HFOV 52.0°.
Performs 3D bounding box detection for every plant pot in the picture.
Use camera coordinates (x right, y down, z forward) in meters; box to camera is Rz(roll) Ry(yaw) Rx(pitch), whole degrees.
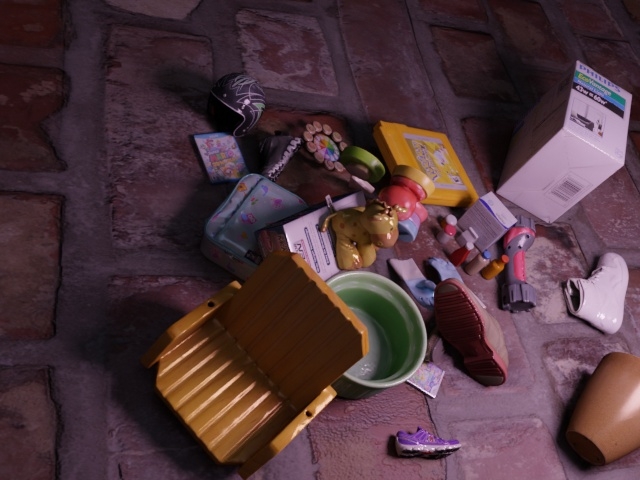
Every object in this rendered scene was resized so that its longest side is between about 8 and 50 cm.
[{"bbox_3d":[0.776,0.466,1.740,0.254,0.237,0.237,-36,77,-21],"label":"plant pot"}]

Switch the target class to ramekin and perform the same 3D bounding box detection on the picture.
[{"bbox_3d":[0.095,0.241,1.622,0.304,0.148,0.303,11,55,-17],"label":"ramekin"}]

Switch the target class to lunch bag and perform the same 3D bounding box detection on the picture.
[{"bbox_3d":[-0.174,-0.034,1.710,0.224,0.108,0.279,33,52,-1],"label":"lunch bag"}]

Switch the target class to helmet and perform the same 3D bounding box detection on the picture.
[{"bbox_3d":[-0.237,-0.398,1.874,0.170,0.161,0.169,13,46,-14],"label":"helmet"}]

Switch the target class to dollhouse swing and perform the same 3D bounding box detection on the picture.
[{"bbox_3d":[-0.131,0.248,1.377,0.347,0.305,0.315,48,50,6],"label":"dollhouse swing"}]

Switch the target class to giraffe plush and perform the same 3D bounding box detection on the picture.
[{"bbox_3d":[0.124,-0.035,1.611,0.210,0.171,0.181,56,46,-26],"label":"giraffe plush"}]

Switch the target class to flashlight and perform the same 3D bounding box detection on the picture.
[{"bbox_3d":[0.605,0.070,1.979,0.103,0.103,0.304,18,53,-15],"label":"flashlight"}]

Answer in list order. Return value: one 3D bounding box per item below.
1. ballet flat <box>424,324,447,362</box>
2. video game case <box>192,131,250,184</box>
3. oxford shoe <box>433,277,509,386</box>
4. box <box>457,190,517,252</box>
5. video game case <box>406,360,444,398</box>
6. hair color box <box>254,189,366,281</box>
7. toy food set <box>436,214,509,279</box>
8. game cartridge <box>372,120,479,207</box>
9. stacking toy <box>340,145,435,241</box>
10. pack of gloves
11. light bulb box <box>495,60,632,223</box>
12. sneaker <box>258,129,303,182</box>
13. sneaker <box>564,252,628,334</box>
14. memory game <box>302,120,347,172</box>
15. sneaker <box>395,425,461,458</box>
[{"bbox_3d":[0.337,0.236,1.785,0.058,0.084,0.250,9,42,37],"label":"ballet flat"},{"bbox_3d":[-0.279,-0.234,1.854,0.119,0.015,0.166,-12,64,-28],"label":"video game case"},{"bbox_3d":[0.399,0.221,1.729,0.348,0.123,0.130,61,38,-24],"label":"oxford shoe"},{"bbox_3d":[0.504,-0.056,1.993,0.072,0.137,0.126,-29,73,-35],"label":"box"},{"bbox_3d":[0.259,0.345,1.711,0.122,0.011,0.087,32,52,-1],"label":"video game case"},{"bbox_3d":[0.000,0.000,1.673,0.347,0.105,0.173,-27,103,-50],"label":"hair color box"},{"bbox_3d":[0.441,0.010,1.943,0.111,0.104,0.232,-22,70,-32],"label":"toy food set"},{"bbox_3d":[0.326,-0.235,2.035,0.324,0.053,0.285,2,56,-42],"label":"game cartridge"},{"bbox_3d":[0.157,-0.111,1.812,0.280,0.309,0.130,28,73,17],"label":"stacking toy"},{"bbox_3d":[0.326,0.106,1.817,0.195,0.046,0.232,-4,38,-24],"label":"pack of gloves"},{"bbox_3d":[0.793,-0.318,2.145,0.225,0.358,0.361,30,54,-5],"label":"light bulb box"},{"bbox_3d":[-0.143,-0.239,1.879,0.106,0.078,0.234,31,49,2],"label":"sneaker"},{"bbox_3d":[0.853,0.130,2.041,0.169,0.108,0.292,26,54,-9],"label":"sneaker"},{"bbox_3d":[0.022,-0.285,1.981,0.186,0.012,0.186,25,46,-29],"label":"memory game"},{"bbox_3d":[0.263,0.485,1.590,0.170,0.068,0.071,9,51,-17],"label":"sneaker"}]
